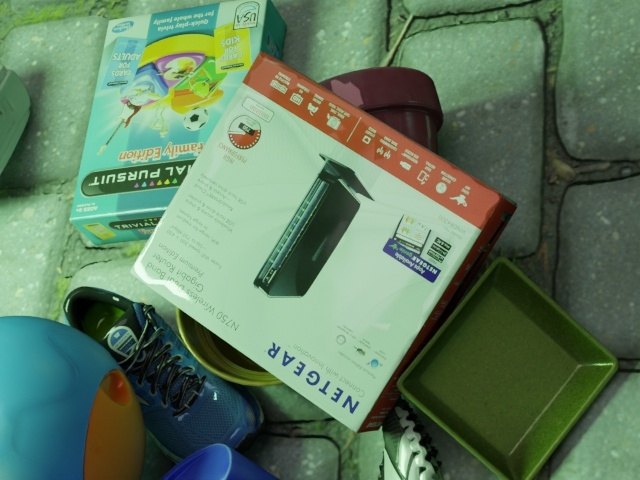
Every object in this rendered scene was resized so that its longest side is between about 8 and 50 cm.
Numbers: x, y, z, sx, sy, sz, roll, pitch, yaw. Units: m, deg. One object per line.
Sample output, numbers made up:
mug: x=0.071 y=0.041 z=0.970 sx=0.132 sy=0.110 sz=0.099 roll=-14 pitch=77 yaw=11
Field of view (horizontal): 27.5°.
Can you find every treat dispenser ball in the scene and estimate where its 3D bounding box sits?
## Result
treat dispenser ball: x=-0.339 y=0.227 z=1.455 sx=0.288 sy=0.288 sz=0.288 roll=-10 pitch=59 yaw=17

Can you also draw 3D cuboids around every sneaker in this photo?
sneaker: x=-0.207 y=0.162 z=1.587 sx=0.330 sy=0.147 sz=0.130 roll=32 pitch=78 yaw=32
sneaker: x=0.089 y=0.281 z=1.438 sx=0.106 sy=0.078 sz=0.234 roll=-23 pitch=58 yaw=6

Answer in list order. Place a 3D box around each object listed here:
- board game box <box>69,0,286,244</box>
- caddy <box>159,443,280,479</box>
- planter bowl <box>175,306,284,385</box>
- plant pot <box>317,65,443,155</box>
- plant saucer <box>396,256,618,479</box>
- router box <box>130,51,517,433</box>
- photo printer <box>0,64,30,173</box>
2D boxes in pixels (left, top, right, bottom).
board game box: x=-0.193 y=-0.168 z=1.810 sx=0.254 sy=0.079 sz=0.336 roll=-6 pitch=60 yaw=20
caddy: x=-0.114 y=0.391 z=1.404 sx=0.341 sy=0.179 sz=0.241 roll=-48 pitch=33 yaw=-8
planter bowl: x=-0.061 y=0.091 z=1.589 sx=0.217 sy=0.090 sz=0.217 roll=-2 pitch=62 yaw=5
plant pot: x=0.065 y=-0.089 z=1.603 sx=0.201 sy=0.201 sz=0.180 roll=-17 pitch=73 yaw=13
plant saucer: x=0.202 y=0.146 z=1.442 sx=0.188 sy=0.045 sz=0.188 roll=41 pitch=81 yaw=-8
router box: x=0.000 y=0.000 z=1.467 sx=0.335 sy=0.082 sz=0.301 roll=32 pitch=95 yaw=20
photo printer: x=-0.601 y=-0.130 z=1.903 sx=0.308 sy=0.107 sz=0.256 roll=-11 pitch=37 yaw=17
